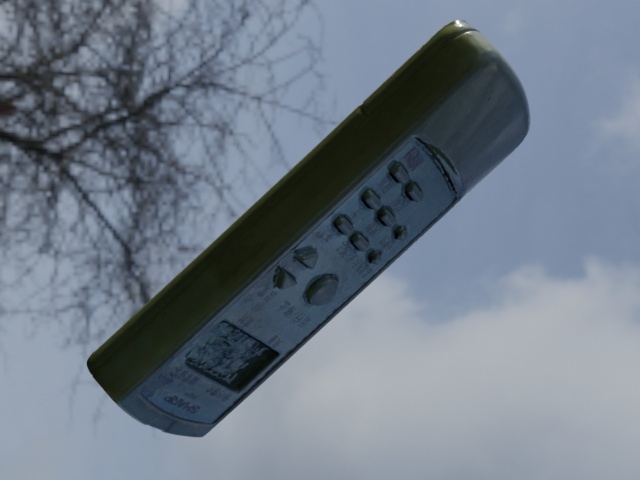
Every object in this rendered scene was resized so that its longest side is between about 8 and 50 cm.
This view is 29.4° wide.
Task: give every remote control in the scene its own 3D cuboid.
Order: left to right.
[{"bbox_3d":[0.000,0.000,0.563,0.233,0.098,0.038,-42,-118,2],"label":"remote control"}]
